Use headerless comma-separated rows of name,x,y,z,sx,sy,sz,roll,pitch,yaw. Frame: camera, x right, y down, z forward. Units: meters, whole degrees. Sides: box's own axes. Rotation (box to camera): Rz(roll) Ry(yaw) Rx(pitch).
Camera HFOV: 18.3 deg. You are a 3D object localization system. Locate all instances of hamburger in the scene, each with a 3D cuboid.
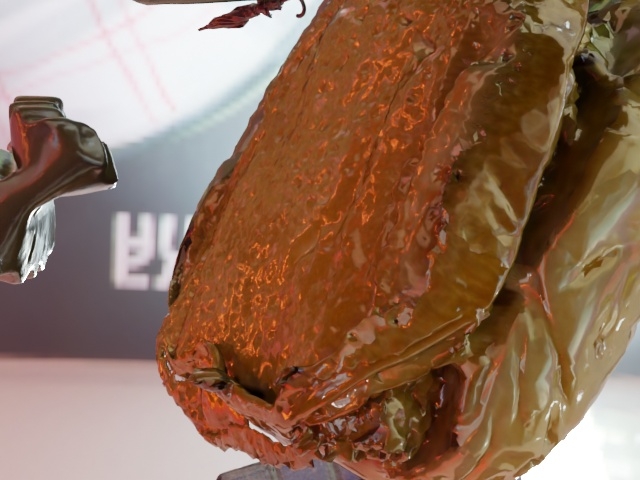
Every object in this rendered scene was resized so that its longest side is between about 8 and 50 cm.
hamburger,0.046,-0.009,0.967,0.158,0.318,0.318,35,-156,-22

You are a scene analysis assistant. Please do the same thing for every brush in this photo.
brush,-0.141,-0.038,0.979,0.084,0.071,0.301,-41,-169,1

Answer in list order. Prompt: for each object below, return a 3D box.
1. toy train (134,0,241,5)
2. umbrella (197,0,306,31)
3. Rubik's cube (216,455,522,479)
toy train,0.052,-0.190,0.676,0.429,0.178,0.249,-4,-145,-12
umbrella,-0.049,-0.158,1.373,0.013,0.022,0.122,-23,-167,-38
Rubik's cube,0.069,0.291,1.561,0.237,0.238,0.237,-17,-119,3
